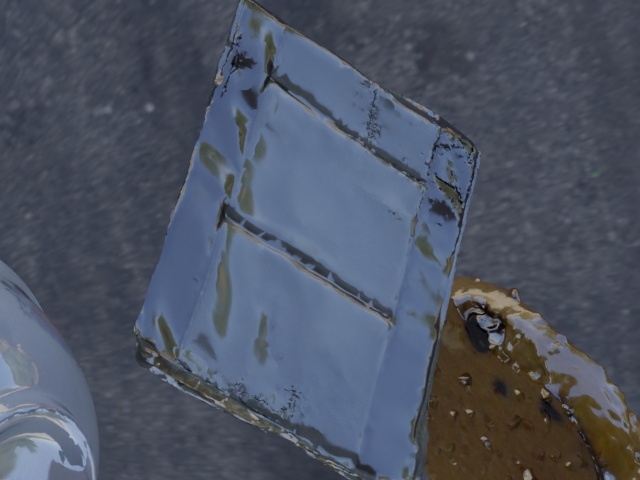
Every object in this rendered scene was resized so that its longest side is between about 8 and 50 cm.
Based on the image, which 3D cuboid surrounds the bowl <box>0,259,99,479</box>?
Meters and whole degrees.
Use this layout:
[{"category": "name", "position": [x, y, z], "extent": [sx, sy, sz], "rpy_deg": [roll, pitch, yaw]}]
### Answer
[{"category": "bowl", "position": [-0.266, 0.172, 1.315], "extent": [0.345, 0.157, 0.345], "rpy_deg": [-14, 109, -48]}]

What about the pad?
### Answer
[{"category": "pad", "position": [0.000, 0.000, 0.916], "extent": [0.174, 0.022, 0.233], "rpy_deg": [30, 53, -24]}]

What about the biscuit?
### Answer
[{"category": "biscuit", "position": [0.165, 0.159, 1.447], "extent": [0.075, 0.296, 0.296], "rpy_deg": [-27, 93, -27]}]
